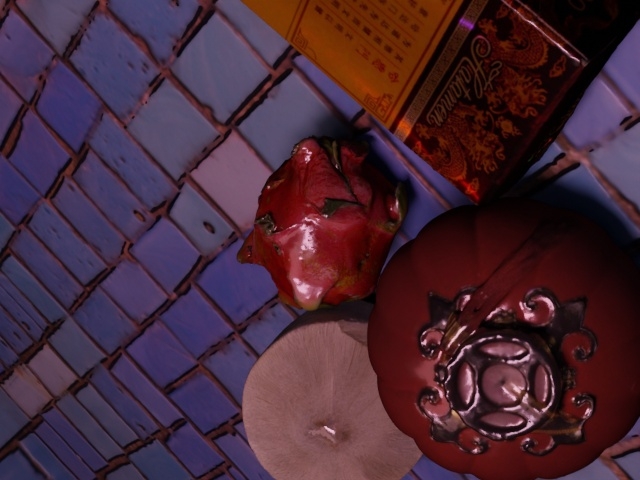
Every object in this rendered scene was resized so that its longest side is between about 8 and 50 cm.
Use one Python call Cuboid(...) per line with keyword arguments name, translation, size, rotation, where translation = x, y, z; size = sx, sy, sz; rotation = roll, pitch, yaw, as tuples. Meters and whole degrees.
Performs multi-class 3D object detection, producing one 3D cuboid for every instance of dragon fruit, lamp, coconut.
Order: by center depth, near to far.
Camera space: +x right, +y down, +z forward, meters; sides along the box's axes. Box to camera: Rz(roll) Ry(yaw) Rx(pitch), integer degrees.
Cuboid(name="lamp", translation=(0.197, 0.105, 1.494), size=(0.303, 0.257, 0.303), rotation=(3, 106, 12))
Cuboid(name="dragon fruit", translation=(-0.003, -0.020, 1.699), size=(0.269, 0.198, 0.200), rotation=(161, 103, -84))
Cuboid(name="coconut", translation=(0.026, 0.202, 1.798), size=(0.237, 0.237, 0.266), rotation=(44, -168, 2))

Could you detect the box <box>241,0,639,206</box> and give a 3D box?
Cuboid(name="box", translation=(0.076, -0.248, 1.370), size=(0.415, 0.116, 0.264), rotation=(40, 147, 8))
